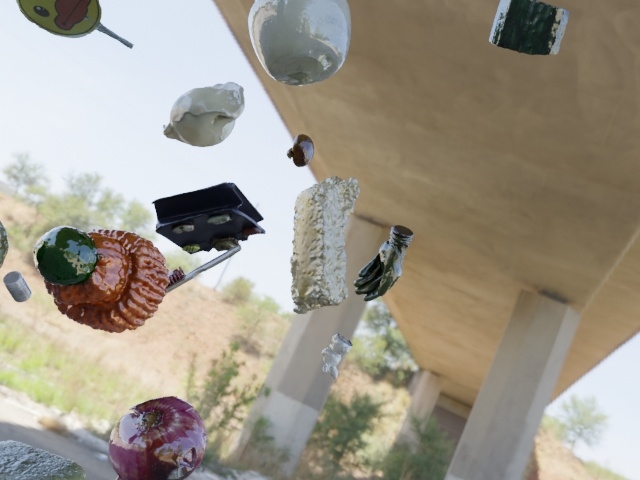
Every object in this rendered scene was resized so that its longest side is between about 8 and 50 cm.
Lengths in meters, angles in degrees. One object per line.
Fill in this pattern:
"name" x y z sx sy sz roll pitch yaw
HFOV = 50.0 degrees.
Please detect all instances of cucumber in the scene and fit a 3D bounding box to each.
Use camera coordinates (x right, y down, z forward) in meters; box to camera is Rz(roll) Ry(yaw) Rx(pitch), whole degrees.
"cucumber" 0.532 -0.551 1.758 0.191 0.130 0.191 13 25 -6

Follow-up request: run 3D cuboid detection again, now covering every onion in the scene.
"onion" -0.354 0.457 1.515 0.207 0.200 0.201 9 -5 -27

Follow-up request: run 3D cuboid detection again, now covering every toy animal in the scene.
"toy animal" 0.048 0.370 2.217 0.071 0.124 0.085 36 6 -45

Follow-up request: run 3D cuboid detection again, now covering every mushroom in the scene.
"mushroom" -0.071 -0.337 2.563 0.087 0.127 0.127 16 -16 19

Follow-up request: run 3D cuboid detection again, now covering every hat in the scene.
"hat" -0.556 0.095 1.623 0.285 0.285 0.400 21 2 17

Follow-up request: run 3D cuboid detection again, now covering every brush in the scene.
"brush" -0.382 0.086 2.036 0.050 0.321 0.060 62 -2 -12

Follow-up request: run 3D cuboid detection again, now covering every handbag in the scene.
"handbag" -0.373 -0.058 2.347 0.303 0.121 0.329 -13 -24 11

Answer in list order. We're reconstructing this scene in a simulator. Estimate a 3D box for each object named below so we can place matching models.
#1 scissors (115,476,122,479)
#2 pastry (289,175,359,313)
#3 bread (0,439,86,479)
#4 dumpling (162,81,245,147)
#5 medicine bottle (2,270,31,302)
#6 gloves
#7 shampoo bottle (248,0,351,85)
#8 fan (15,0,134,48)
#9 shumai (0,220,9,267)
"scissors" -0.469 0.572 1.594 0.133 0.187 0.020 51 -49 -5
"pastry" 0.005 0.001 1.220 0.121 0.258 0.089 -4 -14 40
"bread" -0.629 0.481 1.383 0.287 0.056 0.207 9 11 16
"dumpling" -0.288 -0.332 1.748 0.258 0.193 0.147 -6 -44 35
"medicine bottle" -0.942 0.144 2.131 0.058 0.058 0.091 21 -37 20
"gloves" 0.204 0.078 2.138 0.107 0.268 0.135 24 20 -29
"shampoo bottle" -0.060 -0.662 2.155 0.323 0.317 0.322 -10 -17 -3
"fan" -0.652 -0.608 1.826 0.335 0.229 0.011 28 -39 -20
"shumai" -0.770 0.033 1.347 0.222 0.272 0.203 56 4 -20
